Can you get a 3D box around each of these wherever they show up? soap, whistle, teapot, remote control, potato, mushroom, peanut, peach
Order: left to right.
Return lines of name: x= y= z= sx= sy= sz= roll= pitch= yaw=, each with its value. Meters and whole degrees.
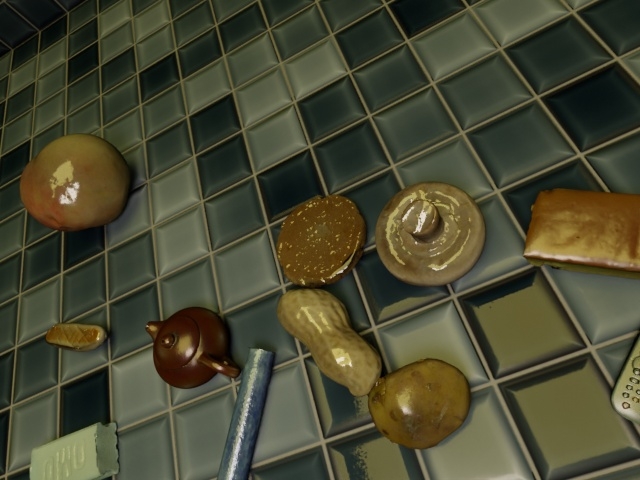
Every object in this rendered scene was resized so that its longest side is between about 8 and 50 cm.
soap: x=-0.556 y=0.497 z=0.972 sx=0.198 sy=0.063 sz=0.115 roll=-25 pitch=62 yaw=12
peach: x=-0.685 y=-0.157 z=1.206 sx=0.292 sy=0.248 sz=0.292 roll=-12 pitch=42 yaw=11
teapot: x=-0.279 y=0.235 z=0.927 sx=0.252 sy=0.135 sz=0.178 roll=18 pitch=80 yaw=30
whistle: x=-0.152 y=0.369 z=0.856 sx=0.062 sy=0.062 sz=0.304 roll=3 pitch=69 yaw=24
peanut: x=0.019 y=0.182 z=0.834 sx=0.123 sy=0.123 sz=0.256 roll=-48 pitch=61 yaw=-2
potato: x=0.166 y=0.273 z=0.723 sx=0.175 sy=0.137 sz=0.137 roll=-31 pitch=59 yaw=12
mushroom: x=0.193 y=-0.021 z=0.788 sx=0.207 sy=0.215 sz=0.208 roll=-6 pitch=74 yaw=21
remote control: x=0.520 y=0.176 z=0.660 sx=0.072 sy=0.042 sz=0.222 roll=26 pitch=81 yaw=30

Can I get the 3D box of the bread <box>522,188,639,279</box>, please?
bread: x=0.539 y=-0.003 z=0.710 sx=0.361 sy=0.077 sz=0.138 roll=8 pitch=72 yaw=26

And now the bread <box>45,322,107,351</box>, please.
bread: x=-0.630 y=0.253 z=1.118 sx=0.214 sy=0.053 sz=0.073 roll=-3 pitch=63 yaw=25

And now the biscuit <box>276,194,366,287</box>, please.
biscuit: x=0.000 y=0.000 z=0.962 sx=0.225 sy=0.042 sz=0.226 roll=-10 pitch=65 yaw=21
